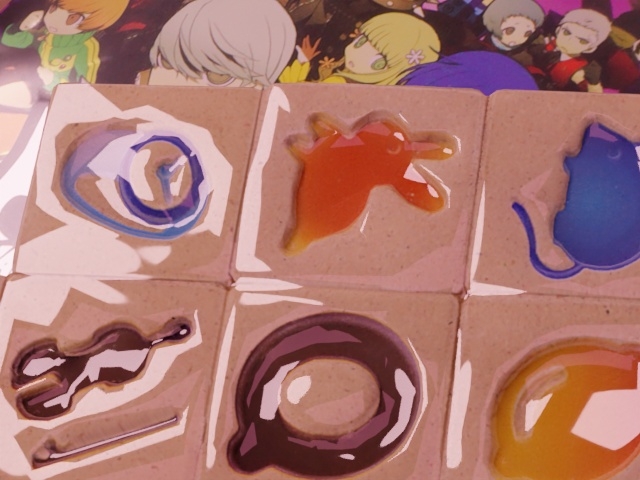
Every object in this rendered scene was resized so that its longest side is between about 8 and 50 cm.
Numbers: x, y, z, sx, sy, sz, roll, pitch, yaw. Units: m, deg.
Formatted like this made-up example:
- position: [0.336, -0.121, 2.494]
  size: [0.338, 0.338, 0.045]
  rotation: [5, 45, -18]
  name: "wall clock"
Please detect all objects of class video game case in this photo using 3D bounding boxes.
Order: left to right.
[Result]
- position: [0.000, 0.000, 0.512]
  size: [0.232, 0.042, 0.210]
  rotation: [33, 71, 26]
  name: "video game case"

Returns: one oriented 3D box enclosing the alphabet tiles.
- position: [0.023, 0.089, 0.427]
  size: [0.342, 0.011, 0.285]
  rotation: [2, 62, 13]
  name: "alphabet tiles"
